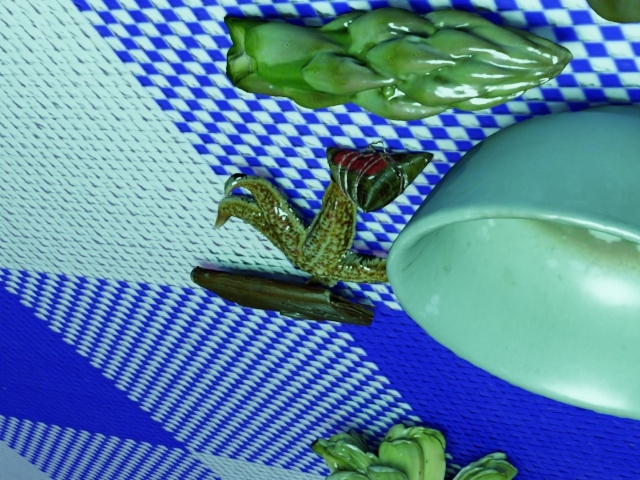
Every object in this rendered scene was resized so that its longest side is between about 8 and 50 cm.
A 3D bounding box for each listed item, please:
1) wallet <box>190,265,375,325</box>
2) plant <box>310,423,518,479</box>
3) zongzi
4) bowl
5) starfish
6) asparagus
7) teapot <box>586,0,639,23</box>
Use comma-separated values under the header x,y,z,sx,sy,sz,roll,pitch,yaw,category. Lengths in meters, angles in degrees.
x,y,z,sx,sy,sz,roll,pitch,yaw,category
-0.037,0.058,1.370,0.176,0.026,0.095,6,165,36,wallet
0.103,0.342,1.657,0.305,0.297,0.261,16,-170,-23,plant
0.053,-0.051,1.093,0.067,0.073,0.083,60,174,-23,zongzi
0.201,0.000,0.954,0.289,0.146,0.289,17,155,8,bowl
-0.004,0.006,1.238,0.213,0.057,0.238,23,155,16,starfish
0.034,-0.120,0.937,0.287,0.080,0.080,5,149,31,asparagus
0.174,-0.167,0.741,0.121,0.076,0.068,-20,128,18,teapot
